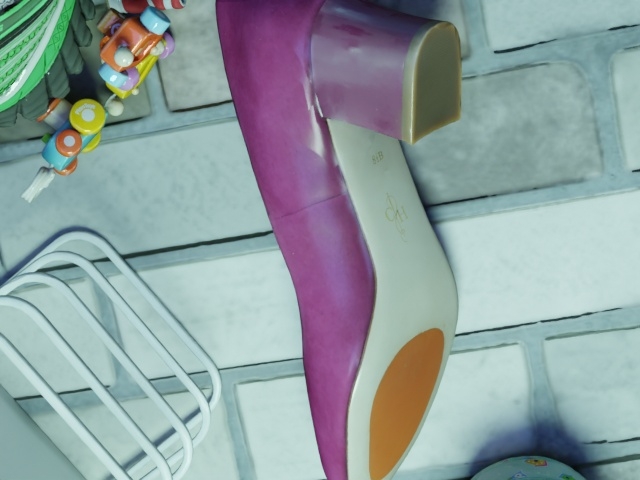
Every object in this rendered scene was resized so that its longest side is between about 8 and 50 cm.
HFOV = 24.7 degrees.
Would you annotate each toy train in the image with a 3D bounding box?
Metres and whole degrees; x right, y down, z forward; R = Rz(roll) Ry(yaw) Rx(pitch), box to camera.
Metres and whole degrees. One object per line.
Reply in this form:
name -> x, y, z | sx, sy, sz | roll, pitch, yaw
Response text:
toy train -> -0.159, -0.106, 1.007 | 0.046, 0.125, 0.166 | 41, 111, -1

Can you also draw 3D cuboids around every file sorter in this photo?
file sorter -> -0.195, 0.127, 1.000 | 0.173, 0.277, 0.193 | -39, 96, 12

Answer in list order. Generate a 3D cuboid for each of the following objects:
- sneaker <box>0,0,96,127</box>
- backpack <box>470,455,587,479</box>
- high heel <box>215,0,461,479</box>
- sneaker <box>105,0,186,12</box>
sneaker -> -0.180, -0.244, 0.902 | 0.134, 0.146, 0.343 | 13, 88, 16
backpack -> 0.154, 0.250, 1.057 | 0.152, 0.115, 0.182 | -9, 103, 0
high heel -> 0.000, 0.000, 1.041 | 0.181, 0.127, 0.377 | 21, 114, 34
sneaker -> -0.116, -0.215, 1.011 | 0.067, 0.042, 0.118 | 4, 113, 12
